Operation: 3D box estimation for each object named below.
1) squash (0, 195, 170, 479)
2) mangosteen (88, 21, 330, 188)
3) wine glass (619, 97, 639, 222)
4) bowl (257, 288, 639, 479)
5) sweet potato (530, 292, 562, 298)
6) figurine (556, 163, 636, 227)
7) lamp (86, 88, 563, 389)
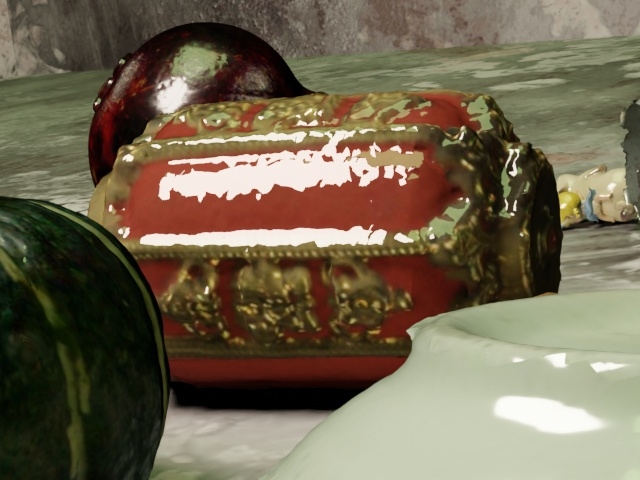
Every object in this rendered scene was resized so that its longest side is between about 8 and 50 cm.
[{"bbox_3d":[-0.193,0.068,0.785,0.252,0.165,0.252,-13,3,1],"label":"squash"},{"bbox_3d":[-0.092,-0.078,1.427,0.210,0.209,0.210,-7,11,1],"label":"mangosteen"},{"bbox_3d":[0.339,-0.061,1.211,0.241,0.126,0.126,-5,11,0],"label":"wine glass"},{"bbox_3d":[0.105,0.098,0.421,0.307,0.163,0.307,-2,3,0],"label":"bowl"},{"bbox_3d":[0.181,0.076,0.789,0.067,0.059,0.281,11,5,-24],"label":"sweet potato"},{"bbox_3d":[0.213,-0.030,1.353,0.083,0.047,0.050,-4,21,36],"label":"figurine"},{"bbox_3d":[0.000,0.000,0.992,0.274,0.177,0.177,-2,12,22],"label":"lamp"}]
